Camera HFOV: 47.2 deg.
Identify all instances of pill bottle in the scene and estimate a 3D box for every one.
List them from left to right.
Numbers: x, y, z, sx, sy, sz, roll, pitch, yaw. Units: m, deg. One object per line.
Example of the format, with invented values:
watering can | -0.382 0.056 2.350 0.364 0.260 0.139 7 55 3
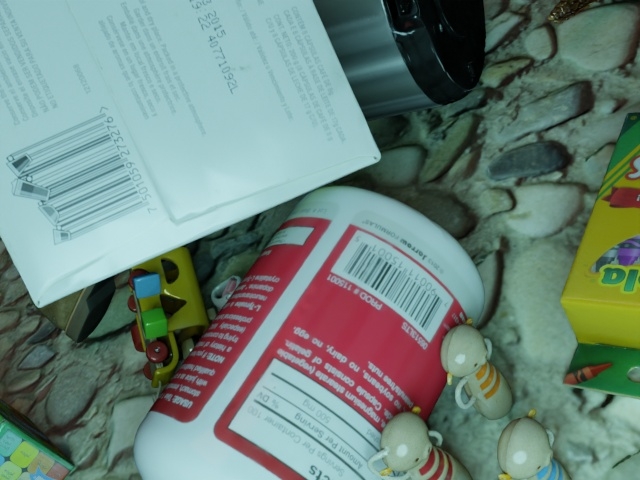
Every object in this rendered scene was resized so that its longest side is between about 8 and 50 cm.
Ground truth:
pill bottle | -0.026 0.163 0.700 0.229 0.229 0.408 9 55 42

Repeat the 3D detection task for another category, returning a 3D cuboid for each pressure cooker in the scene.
pressure cooker | 0.002 -0.355 1.104 0.420 0.375 0.370 -8 37 28

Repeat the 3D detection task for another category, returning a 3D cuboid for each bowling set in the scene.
bowling set | 0.142 0.206 0.584 0.200 0.154 0.287 7 56 39

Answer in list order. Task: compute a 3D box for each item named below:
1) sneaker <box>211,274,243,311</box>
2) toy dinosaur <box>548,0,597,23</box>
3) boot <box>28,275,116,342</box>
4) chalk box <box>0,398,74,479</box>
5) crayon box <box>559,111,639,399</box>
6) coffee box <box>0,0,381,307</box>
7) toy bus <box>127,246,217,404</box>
sneaker | -0.088 0.082 0.964 0.134 0.070 0.051 -1 47 35
toy dinosaur | 0.474 -0.398 1.034 0.322 0.164 0.218 -53 22 6
boot | -0.341 0.007 1.077 0.305 0.115 0.112 -58 -4 22
chalk box | -0.425 0.290 0.943 0.213 0.132 0.132 17 61 45
crayon box | 0.364 0.005 0.699 0.202 0.081 0.318 4 52 39
coffee box | -0.184 -0.165 0.789 0.338 0.338 0.334 -24 6 -6
toy bus | -0.194 0.109 0.980 0.104 0.202 0.191 -12 25 -20
